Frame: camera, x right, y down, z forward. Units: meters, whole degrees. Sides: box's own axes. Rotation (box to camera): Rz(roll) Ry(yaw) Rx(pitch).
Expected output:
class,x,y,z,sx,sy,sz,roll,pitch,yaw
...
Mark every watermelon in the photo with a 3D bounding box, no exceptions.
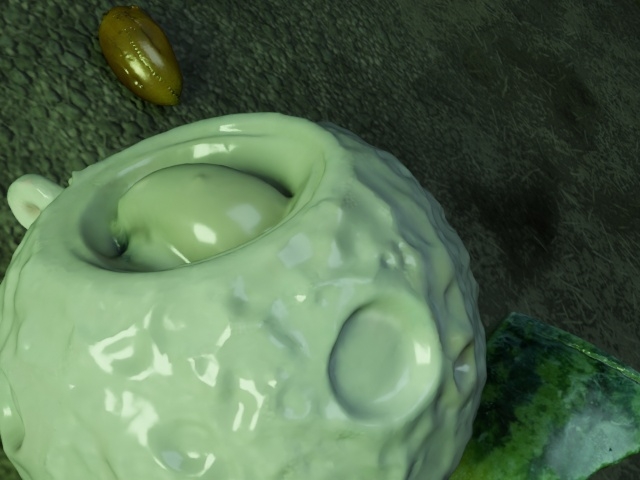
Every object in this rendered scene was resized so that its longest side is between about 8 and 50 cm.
class,x,y,z,sx,sy,sz,roll,pitch,yaw
watermelon,0.169,0.206,0.776,0.193,0.310,0.232,51,2,2

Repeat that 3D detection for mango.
class,x,y,z,sx,sy,sz,roll,pitch,yaw
mango,-0.189,-0.199,0.858,0.077,0.063,0.127,-17,71,-55

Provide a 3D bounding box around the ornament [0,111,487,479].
class,x,y,z,sx,sy,sz,roll,pitch,yaw
ornament,-0.050,0.083,0.567,0.337,0.337,0.337,24,46,-27
